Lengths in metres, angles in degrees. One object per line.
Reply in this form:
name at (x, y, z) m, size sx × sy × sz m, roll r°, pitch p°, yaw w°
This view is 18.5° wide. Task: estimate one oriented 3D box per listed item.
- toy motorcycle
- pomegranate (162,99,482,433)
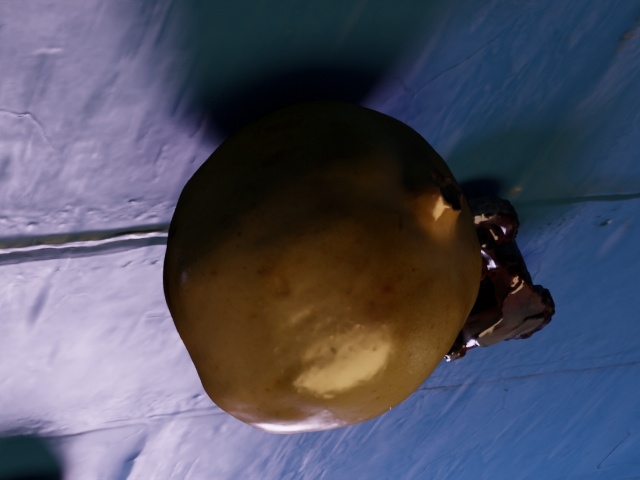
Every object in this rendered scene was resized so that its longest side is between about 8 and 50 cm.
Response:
toy motorcycle at (0.123, 0.037, 1.622) m, size 0.118 × 0.084 × 0.212 m, roll -20°, pitch 146°, yaw 7°
pomegranate at (-0.003, 0.017, 1.363) m, size 0.233 × 0.233 × 0.233 m, roll -15°, pitch 153°, yaw -8°
